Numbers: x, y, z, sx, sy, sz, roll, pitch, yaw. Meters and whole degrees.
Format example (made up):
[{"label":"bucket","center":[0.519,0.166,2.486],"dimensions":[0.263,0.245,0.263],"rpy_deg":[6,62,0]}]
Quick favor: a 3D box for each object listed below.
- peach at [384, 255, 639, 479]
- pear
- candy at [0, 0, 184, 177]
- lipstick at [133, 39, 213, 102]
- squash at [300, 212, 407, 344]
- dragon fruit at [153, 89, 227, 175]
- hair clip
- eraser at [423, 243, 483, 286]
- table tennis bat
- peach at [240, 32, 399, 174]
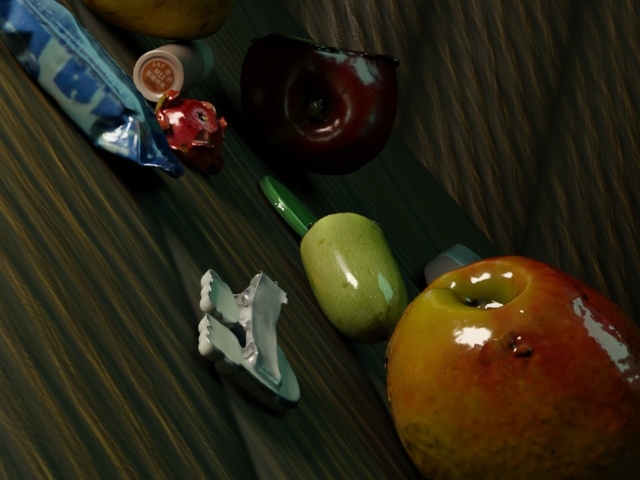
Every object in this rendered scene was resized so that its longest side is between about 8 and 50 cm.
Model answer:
[{"label":"peach","center":[0.247,0.200,1.656],"dimensions":[0.372,0.373,0.290],"rpy_deg":[47,44,-12]},{"label":"pear","center":[-0.219,-0.407,1.949],"dimensions":[0.281,0.281,0.281],"rpy_deg":[47,11,-12]},{"label":"candy","center":[-0.267,-0.190,1.546],"dimensions":[0.331,0.077,0.187],"rpy_deg":[49,4,-5]},{"label":"lipstick","center":[-0.199,-0.238,1.965],"dimensions":[0.070,0.070,0.254],"rpy_deg":[48,11,-6]},{"label":"squash","center":[0.050,0.062,1.813],"dimensions":[0.123,0.123,0.186],"rpy_deg":[40,19,-40]},{"label":"dragon fruit","center":[-0.159,-0.143,1.812],"dimensions":[0.126,0.068,0.112],"rpy_deg":[38,16,-38]},{"label":"hair clip","center":[-0.065,0.098,1.415],"dimensions":[0.140,0.054,0.220],"rpy_deg":[50,13,-20]},{"label":"eraser","center":[0.272,0.095,2.621],"dimensions":[0.174,0.095,0.270],"rpy_deg":[53,12,4]},{"label":"table tennis bat","center":[0.000,0.000,2.038],"dimensions":[0.257,0.039,0.160],"rpy_deg":[48,9,24]},{"label":"peach","center":[-0.010,-0.210,2.305],"dimensions":[0.258,0.201,0.362],"rpy_deg":[9,2,-6]}]
